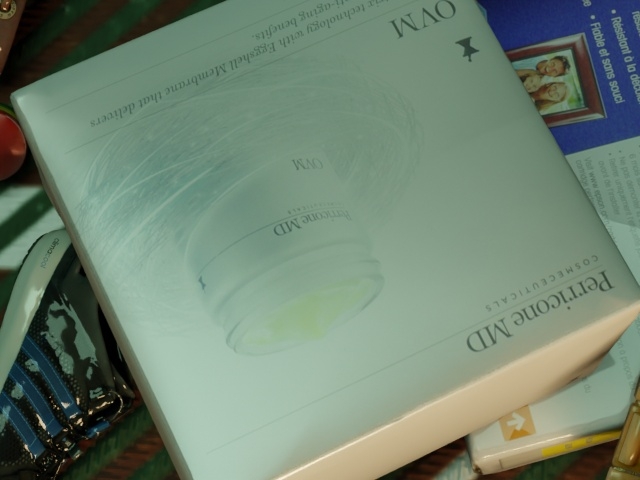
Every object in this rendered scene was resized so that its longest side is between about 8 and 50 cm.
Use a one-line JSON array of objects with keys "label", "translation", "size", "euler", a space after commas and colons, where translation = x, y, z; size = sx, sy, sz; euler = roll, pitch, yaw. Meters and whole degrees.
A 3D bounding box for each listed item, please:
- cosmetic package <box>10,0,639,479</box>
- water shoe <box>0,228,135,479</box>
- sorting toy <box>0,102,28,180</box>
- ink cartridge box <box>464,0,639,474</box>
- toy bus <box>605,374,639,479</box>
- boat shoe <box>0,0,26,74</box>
[{"label": "cosmetic package", "translation": [0.000, 0.000, 0.757], "size": [0.224, 0.138, 0.225], "euler": [-25, 75, -10]}, {"label": "water shoe", "translation": [-0.150, 0.093, 0.879], "size": [0.080, 0.073, 0.203], "euler": [10, 79, 9]}, {"label": "sorting toy", "translation": [-0.322, -0.044, 0.918], "size": [0.274, 0.046, 0.132], "euler": [-25, 110, 4]}, {"label": "ink cartridge box", "translation": [0.195, -0.055, 0.864], "size": [0.307, 0.072, 0.304], "euler": [-15, 73, 3]}, {"label": "toy bus", "translation": [0.239, 0.131, 0.750], "size": [0.202, 0.104, 0.191], "euler": [-29, 96, 7]}, {"label": "boat shoe", "translation": [-0.160, -0.260, 0.960], "size": [0.123, 0.123, 0.342], "euler": [30, 79, -16]}]
